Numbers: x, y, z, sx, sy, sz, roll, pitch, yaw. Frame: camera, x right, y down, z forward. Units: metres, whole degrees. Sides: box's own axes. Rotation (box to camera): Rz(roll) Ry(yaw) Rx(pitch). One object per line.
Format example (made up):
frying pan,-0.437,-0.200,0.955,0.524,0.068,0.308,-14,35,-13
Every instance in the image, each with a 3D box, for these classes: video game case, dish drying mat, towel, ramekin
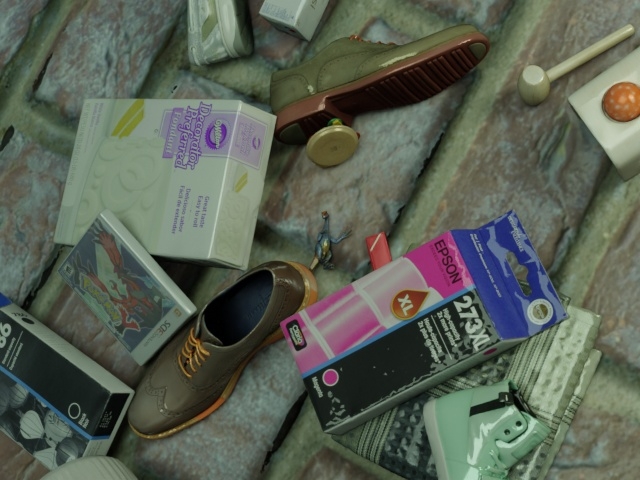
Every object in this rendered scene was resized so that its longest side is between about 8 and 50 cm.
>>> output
video game case,-0.293,0.074,1.907,0.201,0.023,0.183,48,136,3
dish drying mat,0.089,0.030,1.871,0.032,0.008,0.083,-18,72,15
towel,0.205,0.194,1.777,0.312,0.056,0.324,22,89,26
ramekin,-0.342,0.406,1.849,0.207,0.207,0.109,-44,57,7

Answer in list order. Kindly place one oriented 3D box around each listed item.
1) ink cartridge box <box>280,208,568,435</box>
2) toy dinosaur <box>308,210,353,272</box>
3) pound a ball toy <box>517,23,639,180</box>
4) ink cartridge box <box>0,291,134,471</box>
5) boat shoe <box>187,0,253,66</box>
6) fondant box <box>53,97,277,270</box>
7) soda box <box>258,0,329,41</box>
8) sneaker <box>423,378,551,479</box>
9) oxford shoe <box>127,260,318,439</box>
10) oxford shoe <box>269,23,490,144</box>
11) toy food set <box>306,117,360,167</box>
ink cartridge box,0.136,0.111,1.763,0.371,0.069,0.176,-29,69,13
toy dinosaur,0.000,0.000,1.896,0.090,0.047,0.082,-28,51,24
pound a ball toy,0.442,-0.235,1.729,0.319,0.136,0.208,-34,69,10
ink cartridge box,-0.447,0.221,1.969,0.332,0.065,0.165,30,101,30
boat shoe,-0.185,-0.434,2.020,0.103,0.118,0.320,-14,80,13
fondant box,-0.240,-0.090,1.931,0.330,0.096,0.238,5,81,35
soda box,-0.011,-0.425,1.973,0.069,0.074,0.216,25,88,23
sneaker,0.235,0.305,1.651,0.151,0.094,0.256,-25,67,24
oxford shoe,-0.171,0.155,1.868,0.364,0.132,0.130,-46,68,11
oxford shoe,0.075,-0.261,1.882,0.348,0.123,0.130,-19,67,15
toy food set,0.018,-0.143,1.897,0.082,0.083,0.020,-31,48,13
